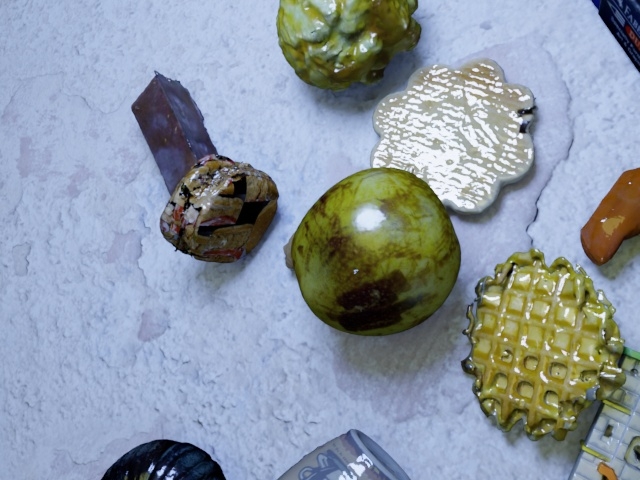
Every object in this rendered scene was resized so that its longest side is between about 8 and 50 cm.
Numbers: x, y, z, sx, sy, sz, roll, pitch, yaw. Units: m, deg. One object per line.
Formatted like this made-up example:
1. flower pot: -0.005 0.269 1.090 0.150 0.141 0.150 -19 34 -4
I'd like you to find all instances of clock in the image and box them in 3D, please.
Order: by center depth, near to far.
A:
1. clock: 0.492 0.311 0.783 0.219 0.106 0.255 24 91 24

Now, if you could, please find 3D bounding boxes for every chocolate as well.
1. chocolate: -0.301 -0.203 1.184 0.112 0.112 0.321 -35 70 19

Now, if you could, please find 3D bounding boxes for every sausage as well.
1. sausage: 0.476 -0.041 0.876 0.089 0.089 0.179 40 87 23

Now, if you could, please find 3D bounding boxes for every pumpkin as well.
1. pumpkin: -0.283 0.471 0.936 0.247 0.248 0.248 -4 76 18

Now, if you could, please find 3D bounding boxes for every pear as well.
1. pear: 0.085 0.023 0.897 0.283 0.283 0.284 -4 76 18

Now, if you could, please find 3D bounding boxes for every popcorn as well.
1. popcorn: 0.046 -0.405 1.028 0.282 0.282 0.247 -31 72 10

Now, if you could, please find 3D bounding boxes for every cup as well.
1. cup: 0.047 0.462 0.858 0.301 0.227 0.257 43 89 -6

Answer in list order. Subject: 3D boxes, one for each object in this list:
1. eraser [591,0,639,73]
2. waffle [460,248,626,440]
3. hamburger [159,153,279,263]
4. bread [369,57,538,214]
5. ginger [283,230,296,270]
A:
1. eraser: 0.535 -0.384 0.897 0.101 0.155 0.332 -28 70 13
2. waffle: 0.325 0.159 0.859 0.262 0.060 0.281 -44 50 26
3. hamburger: -0.182 -0.048 1.035 0.106 0.231 0.231 35 91 31
4. bread: 0.239 -0.186 1.010 0.315 0.054 0.316 -4 77 17
5. ginger: 0.003 0.007 1.041 0.165 0.067 0.096 -35 55 7
